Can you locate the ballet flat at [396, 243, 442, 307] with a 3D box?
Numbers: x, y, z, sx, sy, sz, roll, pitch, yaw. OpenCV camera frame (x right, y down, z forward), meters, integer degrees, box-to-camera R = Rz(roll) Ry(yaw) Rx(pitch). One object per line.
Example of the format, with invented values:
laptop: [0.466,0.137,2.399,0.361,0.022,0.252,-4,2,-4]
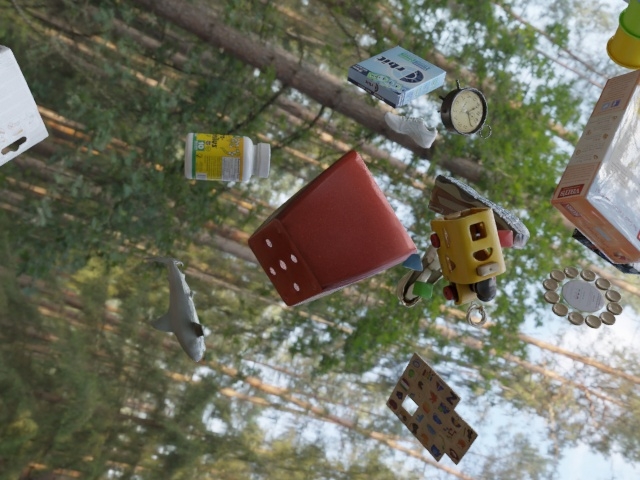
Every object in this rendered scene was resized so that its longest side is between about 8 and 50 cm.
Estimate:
ballet flat: [0.273,0.071,1.551,0.248,0.086,0.086,-54,-155,26]

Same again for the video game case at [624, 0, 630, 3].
video game case: [0.884,-0.690,1.789,0.023,0.201,0.183,-55,-176,37]

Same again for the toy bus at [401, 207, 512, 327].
toy bus: [0.269,0.040,1.105,0.191,0.202,0.104,-63,-165,-5]

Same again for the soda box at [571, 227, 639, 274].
soda box: [0.596,0.008,1.283,0.060,0.169,0.053,-63,-160,-10]

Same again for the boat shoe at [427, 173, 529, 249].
boat shoe: [0.399,-0.056,1.638,0.324,0.122,0.120,46,-65,48]

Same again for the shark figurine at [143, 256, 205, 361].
shark figurine: [-0.345,0.151,1.460,0.166,0.116,0.278,137,-64,-71]

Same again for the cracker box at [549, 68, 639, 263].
cracker box: [0.439,-0.103,0.898,0.232,0.155,0.067,-59,-158,-18]

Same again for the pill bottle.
pill bottle: [-0.235,-0.209,1.600,0.117,0.208,0.118,-177,-90,-81]

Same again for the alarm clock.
alarm clock: [0.409,-0.347,1.757,0.129,0.192,0.064,-58,-155,-5]

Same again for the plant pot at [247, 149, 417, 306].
plant pot: [0.000,0.000,1.404,0.235,0.267,0.267,-31,180,-32]

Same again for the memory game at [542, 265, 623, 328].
memory game: [0.608,0.131,1.464,0.186,0.186,0.012,-92,-176,-45]

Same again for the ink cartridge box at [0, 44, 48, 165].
ink cartridge box: [-0.576,-0.229,1.105,0.145,0.045,0.179,-47,148,-35]

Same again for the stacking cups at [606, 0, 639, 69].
stacking cups: [0.539,-0.416,0.980,0.316,0.096,0.096,81,13,-58]

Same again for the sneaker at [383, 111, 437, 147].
sneaker: [0.238,-0.305,1.659,0.061,0.152,0.054,-56,-168,40]

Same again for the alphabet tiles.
alphabet tiles: [0.274,0.421,1.536,0.237,0.009,0.198,44,-51,32]

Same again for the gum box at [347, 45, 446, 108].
gum box: [0.184,-0.396,1.518,0.157,0.184,0.041,39,-38,27]
